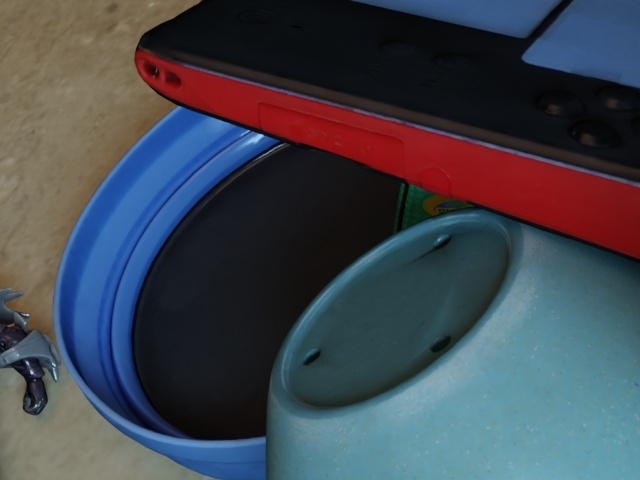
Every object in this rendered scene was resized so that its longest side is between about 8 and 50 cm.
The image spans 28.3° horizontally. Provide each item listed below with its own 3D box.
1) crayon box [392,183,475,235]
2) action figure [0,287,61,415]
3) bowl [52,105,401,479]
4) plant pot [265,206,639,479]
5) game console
[{"bbox_3d":[0.197,-0.045,0.741,0.278,0.081,0.165,14,51,8],"label":"crayon box"},{"bbox_3d":[-0.279,0.137,0.912,0.185,0.099,0.285,-32,37,8],"label":"action figure"},{"bbox_3d":[0.000,0.000,0.897,0.391,0.077,0.391,-16,42,15],"label":"bowl"},{"bbox_3d":[0.086,0.099,0.593,0.290,0.195,0.290,-32,23,15],"label":"plant pot"},{"bbox_3d":[0.141,-0.119,0.674,0.342,0.060,0.386,21,34,18],"label":"game console"}]
